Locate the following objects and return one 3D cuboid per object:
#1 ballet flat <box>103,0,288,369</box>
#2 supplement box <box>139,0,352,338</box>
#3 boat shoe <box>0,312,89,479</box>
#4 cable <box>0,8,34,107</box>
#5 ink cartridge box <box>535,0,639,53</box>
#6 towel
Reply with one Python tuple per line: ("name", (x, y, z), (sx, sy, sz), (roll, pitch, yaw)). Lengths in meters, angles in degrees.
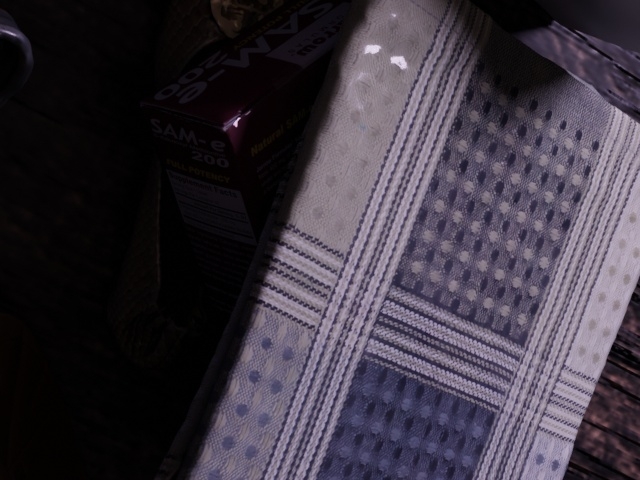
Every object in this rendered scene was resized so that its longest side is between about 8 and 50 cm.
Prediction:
("ballet flat", (-0.064, -0.044, 0.947), (0.084, 0.058, 0.250), (13, 101, -26))
("supplement box", (0.000, 0.000, 0.941), (0.130, 0.073, 0.239), (-39, 128, -32))
("boat shoe", (-0.177, 0.181, 0.956), (0.098, 0.109, 0.302), (-7, 115, 21))
("cable", (-0.258, -0.057, 0.878), (0.139, 0.072, 0.287), (28, 106, -35))
("ink cartridge box", (0.192, -0.259, 0.911), (0.197, 0.198, 0.270), (37, 91, -28))
("towel", (0.062, 0.040, 0.939), (0.312, 0.056, 0.324), (27, 84, -45))
